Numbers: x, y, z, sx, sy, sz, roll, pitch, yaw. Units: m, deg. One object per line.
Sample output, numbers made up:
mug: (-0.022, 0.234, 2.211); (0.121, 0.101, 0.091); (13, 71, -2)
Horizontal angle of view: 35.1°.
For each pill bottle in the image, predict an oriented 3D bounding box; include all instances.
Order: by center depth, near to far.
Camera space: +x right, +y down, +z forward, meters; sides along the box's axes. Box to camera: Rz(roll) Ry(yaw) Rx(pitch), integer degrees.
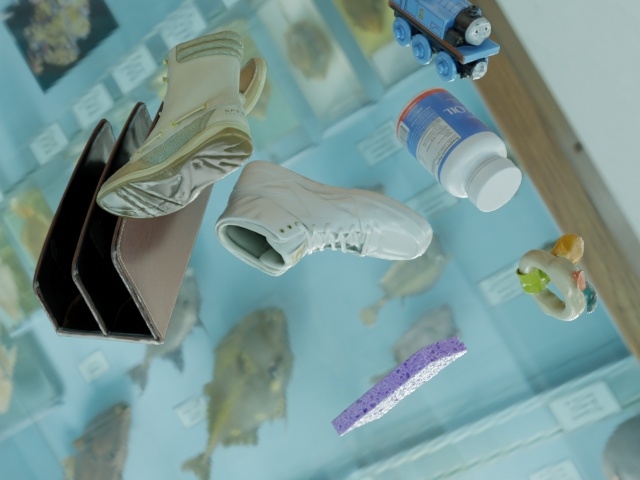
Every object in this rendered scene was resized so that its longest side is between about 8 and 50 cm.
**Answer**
pill bottle: (0.233, -0.150, 1.699); (0.124, 0.221, 0.124); (-25, 142, -21)

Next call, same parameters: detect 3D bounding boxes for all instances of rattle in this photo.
rattle: (0.396, 0.045, 1.528); (0.142, 0.130, 0.200); (-18, 171, -16)

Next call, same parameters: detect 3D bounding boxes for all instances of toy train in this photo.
toy train: (0.161, -0.289, 1.349); (0.080, 0.184, 0.105); (-21, 138, -25)

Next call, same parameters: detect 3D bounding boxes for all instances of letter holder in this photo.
letter holder: (-0.264, -0.049, 1.339); (0.151, 0.302, 0.214); (4, 143, 13)

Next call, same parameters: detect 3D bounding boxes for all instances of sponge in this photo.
sponge: (0.119, 0.220, 1.540); (0.210, 0.031, 0.117); (-43, 161, 31)

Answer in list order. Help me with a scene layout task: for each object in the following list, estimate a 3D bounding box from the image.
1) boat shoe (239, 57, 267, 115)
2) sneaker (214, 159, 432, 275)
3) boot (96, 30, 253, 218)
boat shoe: (-0.116, -0.183, 1.314); (0.045, 0.050, 0.135); (16, 123, -33)
sneaker: (0.000, 0.000, 1.405); (0.169, 0.292, 0.108); (-66, 169, -49)
boot: (-0.165, -0.128, 1.134); (0.213, 0.165, 0.077); (-26, 143, 31)
